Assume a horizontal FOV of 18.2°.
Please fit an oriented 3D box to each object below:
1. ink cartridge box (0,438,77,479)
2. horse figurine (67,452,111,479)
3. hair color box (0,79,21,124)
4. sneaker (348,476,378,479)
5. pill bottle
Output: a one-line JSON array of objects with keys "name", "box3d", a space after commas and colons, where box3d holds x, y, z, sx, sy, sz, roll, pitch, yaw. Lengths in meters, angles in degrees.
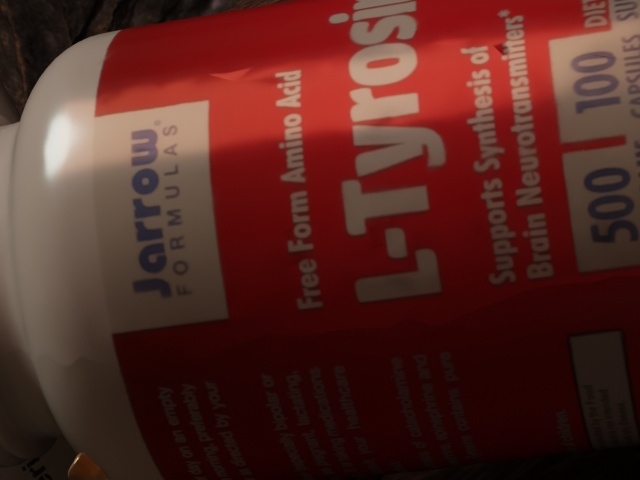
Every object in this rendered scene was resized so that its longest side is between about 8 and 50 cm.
[{"name": "ink cartridge box", "box3d": [-0.137, 0.122, 1.120, 0.212, 0.154, 0.093, -36, 17, -28]}, {"name": "horse figurine", "box3d": [-0.077, 0.172, 0.896, 0.066, 0.174, 0.263, -57, 12, -24]}, {"name": "hair color box", "box3d": [-0.240, 0.030, 1.180, 0.185, 0.374, 0.113, -38, 17, -32]}, {"name": "sneaker", "box3d": [0.007, 0.093, 1.115, 0.066, 0.071, 0.188, -23, 16, 23]}, {"name": "pill bottle", "box3d": [0.000, 0.000, 0.943, 0.407, 0.229, 0.229, -8, 19, 10]}]
